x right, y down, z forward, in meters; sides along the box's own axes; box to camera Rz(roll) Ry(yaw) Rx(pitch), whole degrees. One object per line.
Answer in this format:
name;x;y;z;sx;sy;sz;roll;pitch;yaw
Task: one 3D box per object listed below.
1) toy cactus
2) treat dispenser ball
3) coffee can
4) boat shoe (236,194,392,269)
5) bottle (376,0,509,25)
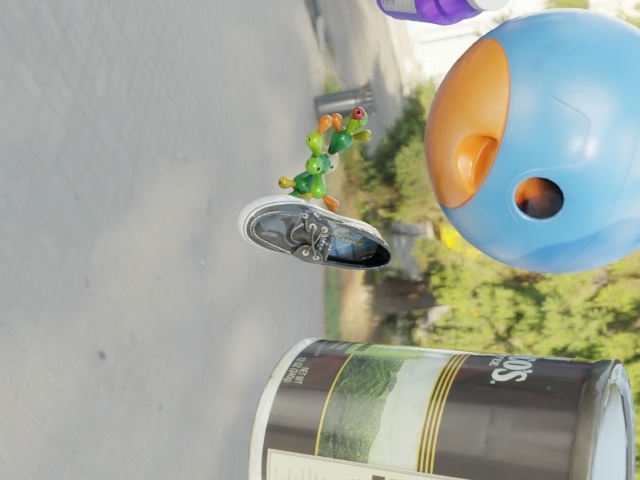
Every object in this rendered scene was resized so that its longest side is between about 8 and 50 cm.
toy cactus;0.013;-0.130;1.425;0.218;0.112;0.180;-60;179;11
treat dispenser ball;0.259;-0.106;0.931;0.288;0.288;0.288;-8;90;-79
coffee can;0.107;0.190;0.719;0.202;0.276;0.201;-2;93;-62
boat shoe;0.000;0.000;1.135;0.076;0.229;0.080;39;-71;54
bottle;0.172;-0.366;1.205;0.283;0.092;0.118;-142;-120;-63
